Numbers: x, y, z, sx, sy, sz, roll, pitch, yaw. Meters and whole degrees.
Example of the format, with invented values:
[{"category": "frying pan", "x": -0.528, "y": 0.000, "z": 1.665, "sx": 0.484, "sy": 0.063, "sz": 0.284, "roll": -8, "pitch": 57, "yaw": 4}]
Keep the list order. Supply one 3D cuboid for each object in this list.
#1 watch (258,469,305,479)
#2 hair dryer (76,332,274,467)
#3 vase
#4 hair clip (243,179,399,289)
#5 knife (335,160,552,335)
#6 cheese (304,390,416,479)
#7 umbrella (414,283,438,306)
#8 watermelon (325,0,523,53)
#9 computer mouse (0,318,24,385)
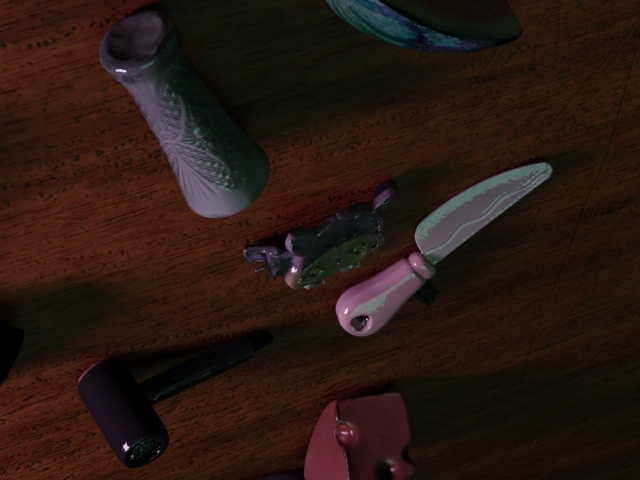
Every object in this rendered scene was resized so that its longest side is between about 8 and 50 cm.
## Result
[{"category": "watch", "x": -0.073, "y": 0.437, "z": 1.850, "sx": 0.206, "sy": 0.068, "sz": 0.193, "roll": 15, "pitch": 125, "yaw": -45}, {"category": "hair dryer", "x": -0.161, "y": 0.178, "z": 1.446, "sx": 0.256, "sy": 0.128, "sz": 0.070, "roll": -23, "pitch": 144, "yaw": -21}, {"category": "vase", "x": -0.130, "y": -0.121, "z": 1.109, "sx": 0.096, "sy": 0.096, "sz": 0.219, "roll": -27, "pitch": 141, "yaw": 3}, {"category": "hair clip", "x": 0.003, "y": 0.007, "z": 1.371, "sx": 0.187, "sy": 0.056, "sz": 0.146, "roll": -16, "pitch": 150, "yaw": -16}, {"category": "knife", "x": 0.147, "y": -0.001, "z": 1.467, "sx": 0.336, "sy": 0.043, "sz": 0.081, "roll": -43, "pitch": 123, "yaw": 15}, {"category": "cheese", "x": 0.062, "y": 0.310, "z": 1.705, "sx": 0.128, "sy": 0.203, "sz": 0.177, "roll": -5, "pitch": 108, "yaw": -23}, {"category": "umbrella", "x": 0.133, "y": 0.067, "z": 1.549, "sx": 0.031, "sy": 0.020, "sz": 0.083, "roll": -40, "pitch": 136, "yaw": 18}, {"category": "watermelon", "x": 0.081, "y": -0.215, "z": 1.062, "sx": 0.231, "sy": 0.146, "sz": 0.128, "roll": -1, "pitch": 138, "yaw": -32}, {"category": "computer mouse", "x": -0.427, "y": 0.162, "z": 1.274, "sx": 0.242, "sy": 0.077, "sz": 0.146, "roll": -28, "pitch": 155, "yaw": 7}]
